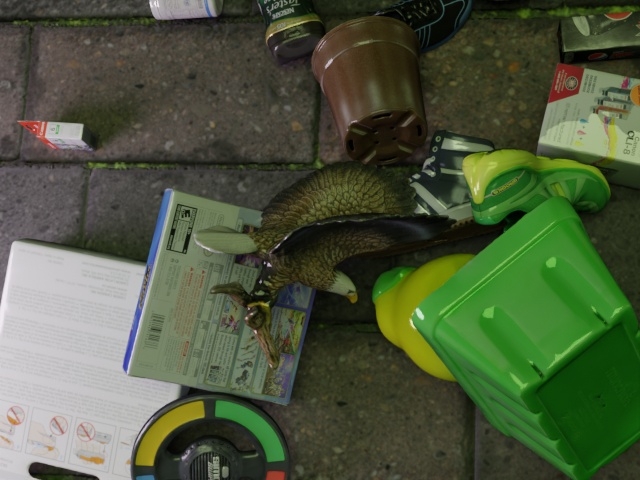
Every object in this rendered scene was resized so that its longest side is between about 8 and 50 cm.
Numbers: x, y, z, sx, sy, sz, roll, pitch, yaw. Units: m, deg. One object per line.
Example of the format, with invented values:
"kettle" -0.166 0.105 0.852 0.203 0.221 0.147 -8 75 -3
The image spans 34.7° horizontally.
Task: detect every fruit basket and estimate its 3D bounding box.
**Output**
"fruit basket" 0.250 0.109 1.367 0.283 0.392 0.392 -39 76 0

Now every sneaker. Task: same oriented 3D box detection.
"sneaker" 0.139 -0.070 1.524 0.282 0.099 0.153 -12 71 12
"sneaker" 0.296 -0.057 1.425 0.109 0.296 0.123 2 89 47
"sneaker" 0.133 -0.330 1.576 0.232 0.090 0.081 -33 76 2

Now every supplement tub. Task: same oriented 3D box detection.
"supplement tub" -0.216 -0.395 1.656 0.107 0.071 0.071 -1 79 9

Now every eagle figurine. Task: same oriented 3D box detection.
"eagle figurine" 0.005 0.004 1.381 0.298 0.225 0.226 -44 66 6

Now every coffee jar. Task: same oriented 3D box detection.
"coffee jar" -0.054 -0.374 1.622 0.096 0.079 0.184 -18 77 5

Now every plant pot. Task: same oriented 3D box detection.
"plant pot" 0.082 -0.210 1.499 0.167 0.167 0.165 -15 56 6

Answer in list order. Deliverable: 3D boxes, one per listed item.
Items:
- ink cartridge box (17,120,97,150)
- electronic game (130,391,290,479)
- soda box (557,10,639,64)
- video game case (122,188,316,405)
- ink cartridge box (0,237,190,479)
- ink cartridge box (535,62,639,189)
"ink cartridge box" -0.425 -0.169 1.650 0.115 0.063 0.029 4 78 10
"electronic game" -0.158 0.325 1.475 0.229 0.048 0.229 -1 105 -5
"soda box" 0.446 -0.307 1.541 0.169 0.053 0.060 -4 79 8
"video game case" -0.135 0.083 1.481 0.244 0.061 0.269 14 89 -20
"ink cartridge box" -0.349 0.211 1.567 0.308 0.091 0.384 11 92 11
"ink cartridge box" 0.412 -0.162 1.480 0.176 0.127 0.128 14 81 11
